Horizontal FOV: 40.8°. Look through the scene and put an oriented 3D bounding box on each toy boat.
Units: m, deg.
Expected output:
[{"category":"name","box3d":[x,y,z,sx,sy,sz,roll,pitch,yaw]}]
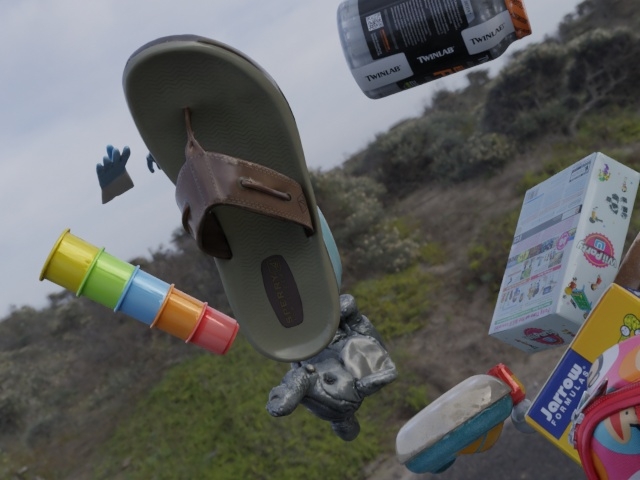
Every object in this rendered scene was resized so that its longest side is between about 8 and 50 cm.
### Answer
[{"category":"toy boat","box3d":[0.305,0.340,1.627,0.318,0.148,0.267,-16,-24,-45]}]

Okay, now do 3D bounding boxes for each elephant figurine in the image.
[{"category":"elephant figurine","box3d":[0.024,0.205,1.240,0.185,0.169,0.239,-11,31,1]}]

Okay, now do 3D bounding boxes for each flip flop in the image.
[{"category":"flip flop","box3d":[-0.058,-0.019,0.635,0.112,0.277,0.080,-16,22,8]}]

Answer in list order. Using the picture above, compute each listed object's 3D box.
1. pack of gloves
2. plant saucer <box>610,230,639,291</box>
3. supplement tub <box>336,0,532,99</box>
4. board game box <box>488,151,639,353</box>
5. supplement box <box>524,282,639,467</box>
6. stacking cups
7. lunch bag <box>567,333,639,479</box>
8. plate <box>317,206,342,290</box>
[{"category":"pack of gloves","box3d":[-0.383,-0.177,1.777,0.195,0.046,0.232,-34,-8,-19]},{"category":"plant saucer","box3d":[0.456,0.068,1.266,0.198,0.036,0.199,-46,-29,-35]},{"category":"supplement tub","box3d":[0.203,-0.388,1.536,0.315,0.194,0.193,-16,8,19]},{"category":"board game box","box3d":[0.419,0.027,1.492,0.303,0.097,0.224,-69,11,-20]},{"category":"supplement box","box3d":[0.444,0.227,0.936,0.194,0.356,0.195,14,-71,-50]},{"category":"stacking cups","box3d":[-0.285,0.097,1.371,0.096,0.316,0.096,-58,9,15]},{"category":"lunch bag","box3d":[0.305,0.188,0.582,0.258,0.293,0.120,-24,9,26]},{"category":"plate","box3d":[0.000,0.000,1.378,0.024,0.188,0.188,-23,2,-9]}]
